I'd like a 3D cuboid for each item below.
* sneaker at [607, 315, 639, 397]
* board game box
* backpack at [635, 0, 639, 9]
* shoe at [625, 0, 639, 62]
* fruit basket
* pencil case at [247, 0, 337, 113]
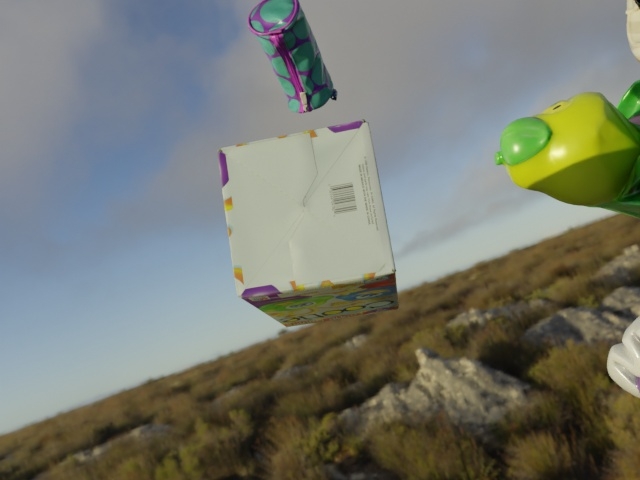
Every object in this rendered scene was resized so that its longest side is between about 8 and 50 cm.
[{"bbox_3d":[0.228,0.036,0.368,0.095,0.104,0.236,-8,-43,-12],"label":"sneaker"},{"bbox_3d":[0.000,0.000,0.797,0.142,0.144,0.275,-10,-13,5],"label":"board game box"},{"bbox_3d":[0.168,-0.203,0.430,0.114,0.105,0.084,19,-57,-40],"label":"backpack"},{"bbox_3d":[0.293,-0.259,0.669,0.058,0.218,0.076,14,-11,-17],"label":"shoe"},{"bbox_3d":[0.477,-0.156,1.183,0.282,0.392,0.392,-62,-10,2],"label":"fruit basket"},{"bbox_3d":[-0.031,-0.216,0.895,0.065,0.070,0.151,-10,-32,14],"label":"pencil case"}]
